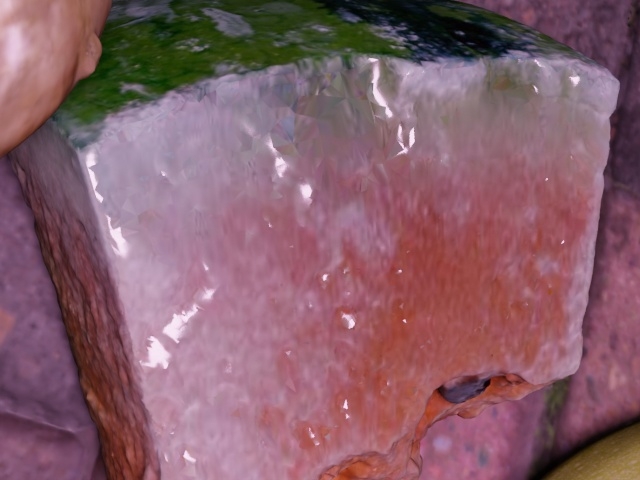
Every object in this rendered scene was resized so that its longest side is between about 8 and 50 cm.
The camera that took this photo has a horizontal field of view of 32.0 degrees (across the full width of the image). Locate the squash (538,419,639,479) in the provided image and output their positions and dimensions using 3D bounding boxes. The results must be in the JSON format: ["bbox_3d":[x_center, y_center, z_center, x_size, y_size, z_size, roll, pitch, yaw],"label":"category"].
[{"bbox_3d":[0.209,0.141,0.638,0.340,0.094,0.095,-11,86,-26],"label":"squash"}]

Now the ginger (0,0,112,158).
[{"bbox_3d":[-0.223,-0.135,0.424,0.304,0.155,0.245,21,48,15],"label":"ginger"}]

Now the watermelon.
[{"bbox_3d":[0.004,-0.009,0.530,0.264,0.151,0.302,-13,87,-27],"label":"watermelon"}]
